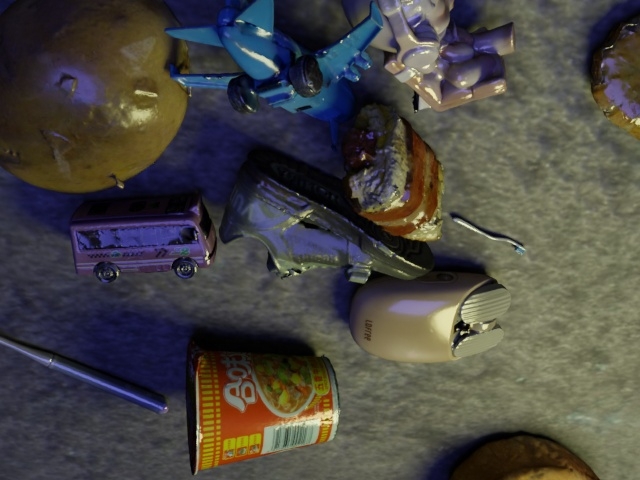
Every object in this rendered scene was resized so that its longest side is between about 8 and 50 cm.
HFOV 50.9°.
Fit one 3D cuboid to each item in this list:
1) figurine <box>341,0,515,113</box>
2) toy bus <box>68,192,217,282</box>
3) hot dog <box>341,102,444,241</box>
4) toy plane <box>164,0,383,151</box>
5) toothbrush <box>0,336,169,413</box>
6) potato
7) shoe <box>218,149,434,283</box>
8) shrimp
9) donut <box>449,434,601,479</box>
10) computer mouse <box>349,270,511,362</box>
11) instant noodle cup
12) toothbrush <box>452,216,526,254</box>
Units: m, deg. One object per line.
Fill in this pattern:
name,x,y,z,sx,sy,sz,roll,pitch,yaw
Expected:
figurine,0.109,-0.249,0.725,0.141,0.162,0.237,-22,133,30
toy bus,-0.229,-0.007,0.880,0.179,0.086,0.098,-3,116,-2
hot dog,0.088,-0.078,0.837,0.103,0.146,0.213,-5,155,27
toy plane,-0.030,-0.182,0.734,0.254,0.104,0.271,-8,159,30
toothbrush,-0.383,0.190,1.022,0.342,0.025,0.030,32,111,-22
potato,-0.278,-0.155,0.774,0.239,0.116,0.299,34,114,-28
shoe,0.000,0.002,0.903,0.293,0.109,0.149,28,119,-18
shrimp,0.459,-0.199,0.856,0.253,0.058,0.173,19,109,-15
donut,0.382,0.495,1.216,0.300,0.150,0.317,-15,121,3
computer mouse,0.161,0.115,0.999,0.237,0.082,0.145,1,121,-5
instant noodle cup,-0.089,0.240,1.006,0.212,0.193,0.193,-1,122,-15
toothbrush,0.245,-0.008,0.973,0.132,0.011,0.013,23,95,-18
